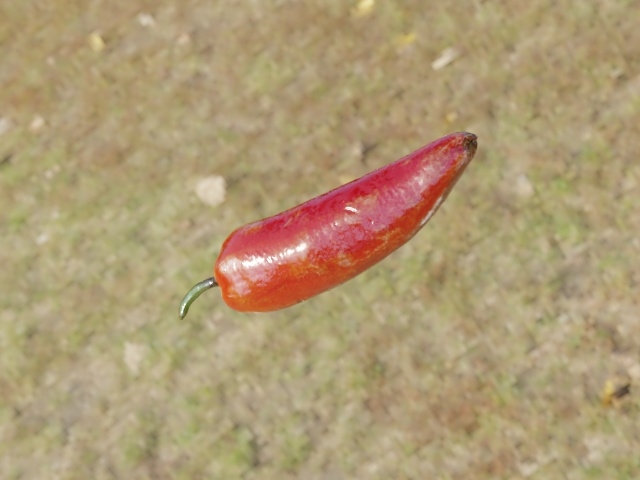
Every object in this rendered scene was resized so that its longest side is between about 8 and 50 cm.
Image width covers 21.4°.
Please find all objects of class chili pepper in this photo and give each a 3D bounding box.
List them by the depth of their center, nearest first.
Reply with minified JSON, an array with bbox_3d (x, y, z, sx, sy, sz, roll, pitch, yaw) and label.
[{"bbox_3d":[0.000,0.000,1.205,0.272,0.071,0.063,-27,3,25],"label":"chili pepper"}]
